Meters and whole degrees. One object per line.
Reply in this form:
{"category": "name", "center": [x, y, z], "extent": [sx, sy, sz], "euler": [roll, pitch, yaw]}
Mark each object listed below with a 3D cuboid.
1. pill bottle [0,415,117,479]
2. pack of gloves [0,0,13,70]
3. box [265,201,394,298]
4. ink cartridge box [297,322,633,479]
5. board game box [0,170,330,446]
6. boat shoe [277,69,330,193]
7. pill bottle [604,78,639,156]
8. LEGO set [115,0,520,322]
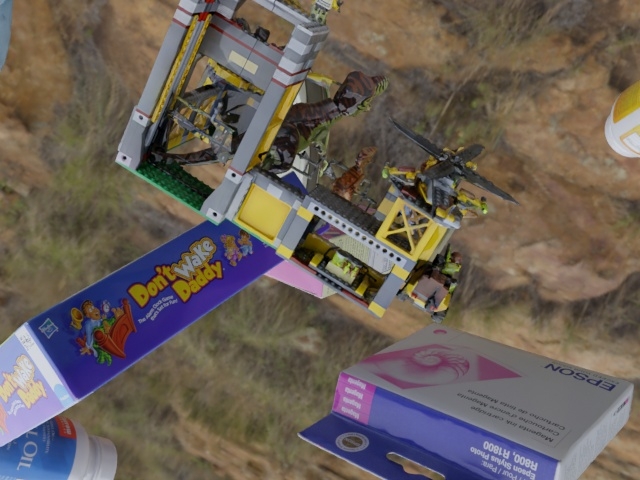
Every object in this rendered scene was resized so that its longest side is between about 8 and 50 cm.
{"category": "pill bottle", "center": [-0.400, 0.298, 1.049], "extent": [0.124, 0.124, 0.221], "euler": [11, 168, 47]}
{"category": "pack of gloves", "center": [-0.330, -0.226, 0.599], "extent": [0.195, 0.232, 0.046], "euler": [19, 154, -23]}
{"category": "box", "center": [0.000, 0.000, 1.490], "extent": [0.213, 0.117, 0.243], "euler": [20, -158, 34]}
{"category": "ink cartridge box", "center": [0.195, 0.223, 1.008], "extent": [0.324, 0.072, 0.330], "euler": [15, -158, 38]}
{"category": "board game box", "center": [-0.178, 0.066, 0.800], "extent": [0.233, 0.347, 0.078], "euler": [-31, 93, 46]}
{"category": "boat shoe", "center": [-0.030, -0.154, 1.265], "extent": [0.091, 0.305, 0.109], "euler": [17, 153, -39]}
{"category": "pill bottle", "center": [0.572, -0.214, 1.272], "extent": [0.136, 0.136, 0.246], "euler": [29, 175, 2]}
{"category": "LEGO set", "center": [0.013, -0.104, 0.619], "extent": [0.331, 0.192, 0.255], "euler": [35, -155, 12]}
